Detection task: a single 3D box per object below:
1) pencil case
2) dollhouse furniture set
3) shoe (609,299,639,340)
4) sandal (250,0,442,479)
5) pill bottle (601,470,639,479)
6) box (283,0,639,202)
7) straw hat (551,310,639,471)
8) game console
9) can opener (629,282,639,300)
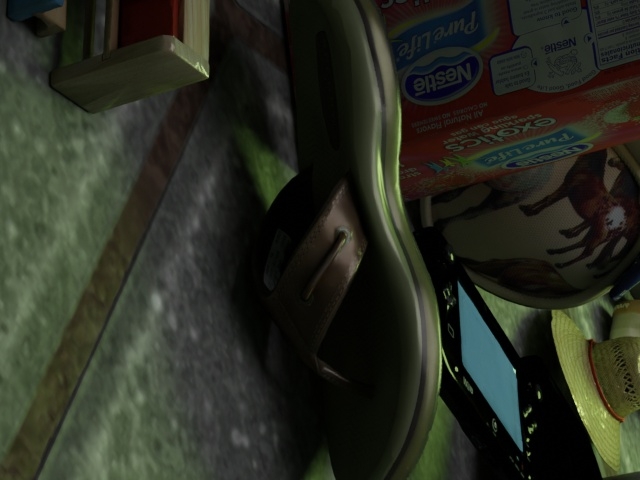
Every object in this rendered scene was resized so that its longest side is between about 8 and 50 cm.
[{"bbox_3d":[0.213,-0.101,1.490,0.160,0.183,0.410,66,28,-17],"label":"pencil case"},{"bbox_3d":[-0.098,-0.185,1.003,0.129,0.129,0.184,34,48,-52],"label":"dollhouse furniture set"},{"bbox_3d":[0.326,0.121,1.665,0.219,0.076,0.058,27,58,-20],"label":"shoe"},{"bbox_3d":[-0.001,-0.001,1.144,0.086,0.120,0.303,-8,88,-24],"label":"sandal"},{"bbox_3d":[0.272,0.287,1.457,0.136,0.136,0.246,6,72,-61],"label":"pill bottle"},{"bbox_3d":[0.117,-0.118,1.234,0.122,0.257,0.128,18,61,-56],"label":"box"},{"bbox_3d":[0.227,0.102,1.507,0.144,0.061,0.144,59,16,-29],"label":"straw hat"},{"bbox_3d":[0.131,0.135,1.281,0.361,0.044,0.213,54,19,-47],"label":"game console"},{"bbox_3d":[0.351,0.068,1.756,0.283,0.095,0.076,46,38,-54],"label":"can opener"}]
